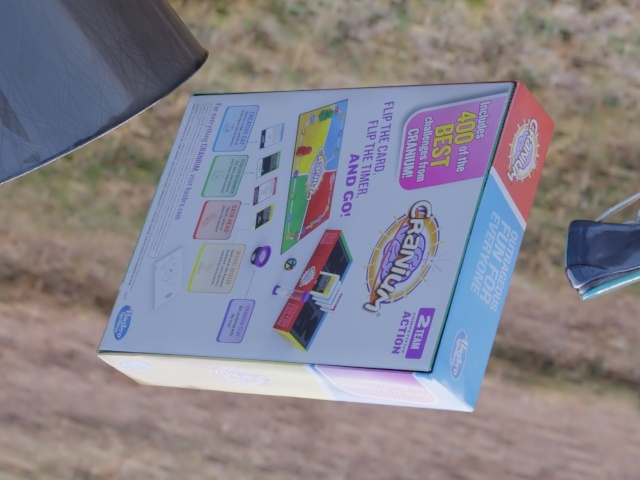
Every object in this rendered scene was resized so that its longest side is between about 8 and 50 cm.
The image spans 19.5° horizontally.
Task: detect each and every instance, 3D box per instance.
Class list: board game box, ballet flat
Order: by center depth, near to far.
[{"bbox_3d":[0.268,-0.011,1.353,0.203,0.074,0.074,-12,159,-15],"label":"ballet flat"},{"bbox_3d":[0.000,0.000,1.421,0.316,0.242,0.064,2,153,37],"label":"board game box"}]

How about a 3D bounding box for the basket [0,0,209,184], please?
[{"bbox_3d":[-0.202,-0.159,1.036,0.204,0.154,0.227,-21,109,15],"label":"basket"}]
